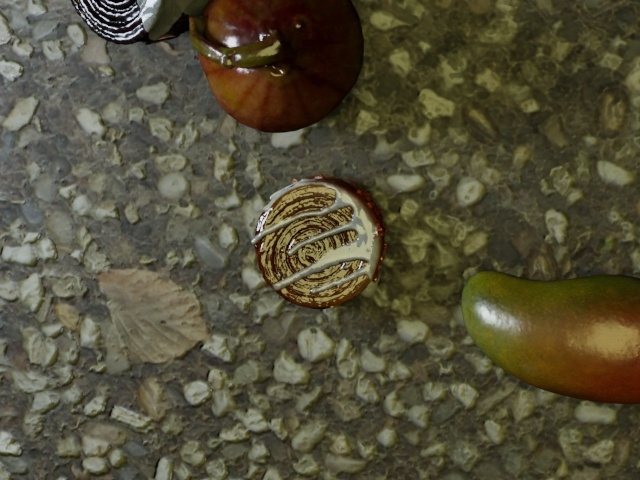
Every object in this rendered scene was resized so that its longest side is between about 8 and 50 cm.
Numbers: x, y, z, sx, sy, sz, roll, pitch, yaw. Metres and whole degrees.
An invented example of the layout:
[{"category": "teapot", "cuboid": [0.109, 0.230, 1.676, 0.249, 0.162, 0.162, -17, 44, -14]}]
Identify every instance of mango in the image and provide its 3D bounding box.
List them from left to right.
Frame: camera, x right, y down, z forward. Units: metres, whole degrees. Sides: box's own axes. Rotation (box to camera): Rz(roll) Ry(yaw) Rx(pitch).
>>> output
[{"category": "mango", "cuboid": [0.302, 0.111, 1.799, 0.289, 0.129, 0.146, 2, 98, 15]}]

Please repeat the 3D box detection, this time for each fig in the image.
[{"category": "fig", "cuboid": [-0.051, -0.214, 1.770, 0.205, 0.205, 0.205, 1, 96, 6]}]

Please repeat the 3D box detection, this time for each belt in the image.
[{"category": "belt", "cuboid": [-0.209, -0.369, 1.789, 0.184, 0.164, 0.289, -12, 96, 34]}]

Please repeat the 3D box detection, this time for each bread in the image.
[{"category": "bread", "cuboid": [0.000, 0.000, 1.844, 0.160, 0.073, 0.161, 1, 95, 7]}]
